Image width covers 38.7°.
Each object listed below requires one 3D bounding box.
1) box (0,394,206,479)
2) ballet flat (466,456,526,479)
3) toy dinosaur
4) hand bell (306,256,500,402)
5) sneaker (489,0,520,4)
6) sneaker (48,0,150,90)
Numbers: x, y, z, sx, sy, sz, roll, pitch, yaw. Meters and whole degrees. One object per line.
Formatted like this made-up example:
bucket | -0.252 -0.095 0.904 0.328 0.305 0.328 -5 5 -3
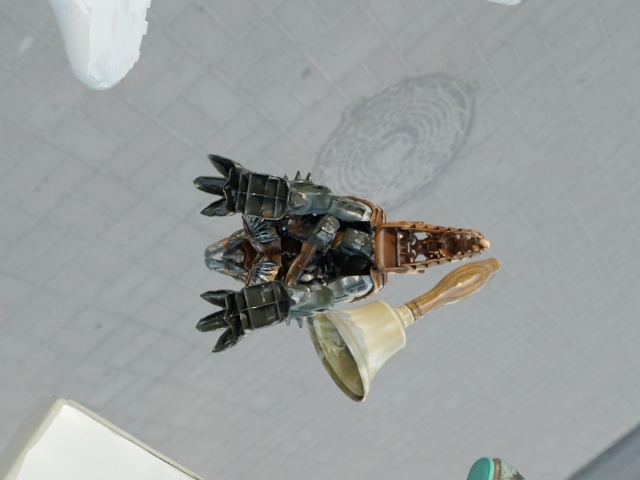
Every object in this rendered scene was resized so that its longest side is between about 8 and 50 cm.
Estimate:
box | -0.159 0.209 0.403 0.275 0.094 0.113 -59 -167 -18
ballet flat | 0.119 0.259 0.690 0.188 0.070 0.070 -61 156 -22
toy dinosaur | 0.000 0.000 0.850 0.322 0.164 0.218 -30 160 37
hand bell | 0.116 0.081 1.098 0.242 0.126 0.126 -27 148 -20
sneaker | 0.215 -0.283 0.693 0.297 0.110 0.129 -26 162 34
sneaker | -0.165 -0.215 0.584 0.095 0.090 0.234 -10 104 -36
